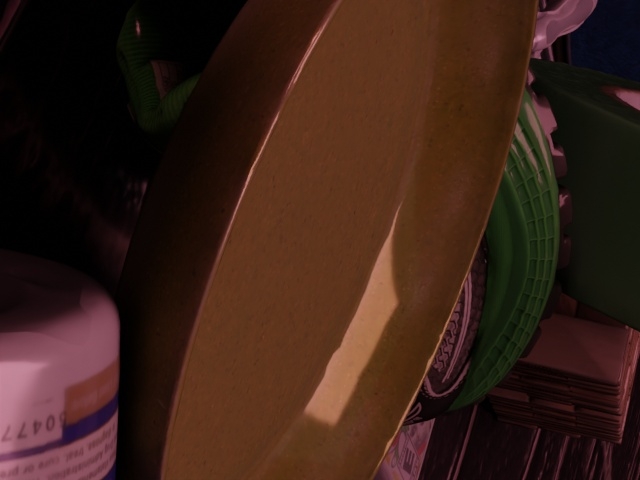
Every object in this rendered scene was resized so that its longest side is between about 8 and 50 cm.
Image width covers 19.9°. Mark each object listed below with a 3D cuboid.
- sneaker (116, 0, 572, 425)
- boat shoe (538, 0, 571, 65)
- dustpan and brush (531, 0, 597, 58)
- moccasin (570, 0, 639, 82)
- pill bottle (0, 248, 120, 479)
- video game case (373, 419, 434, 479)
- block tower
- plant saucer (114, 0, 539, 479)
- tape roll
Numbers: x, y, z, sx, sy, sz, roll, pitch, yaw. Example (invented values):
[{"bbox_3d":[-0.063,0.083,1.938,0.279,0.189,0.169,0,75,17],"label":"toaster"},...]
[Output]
[{"bbox_3d":[-0.005,-0.053,0.673,0.146,0.134,0.343,-30,134,-18],"label":"sneaker"},{"bbox_3d":[0.119,-0.191,1.015,0.095,0.079,0.254,1,97,-69],"label":"boat shoe"},{"bbox_3d":[0.086,-0.094,0.898,0.211,0.060,0.147,-49,138,-57],"label":"dustpan and brush"},{"bbox_3d":[0.207,-0.221,1.173,0.342,0.137,0.117,81,15,-46],"label":"moccasin"},{"bbox_3d":[-0.106,0.100,0.433,0.112,0.112,0.187,-26,122,-67],"label":"pill bottle"},{"bbox_3d":[0.040,-0.010,0.918,0.206,0.026,0.227,67,35,-49],"label":"video game case"},{"bbox_3d":[0.150,0.057,1.117,0.335,0.091,0.097,50,51,-76],"label":"block tower"},{"bbox_3d":[0.000,0.000,0.527,0.241,0.037,0.241,-56,159,-35],"label":"plant saucer"},{"bbox_3d":[0.227,0.005,0.816,0.321,0.321,0.077,-15,125,-70],"label":"tape roll"}]
